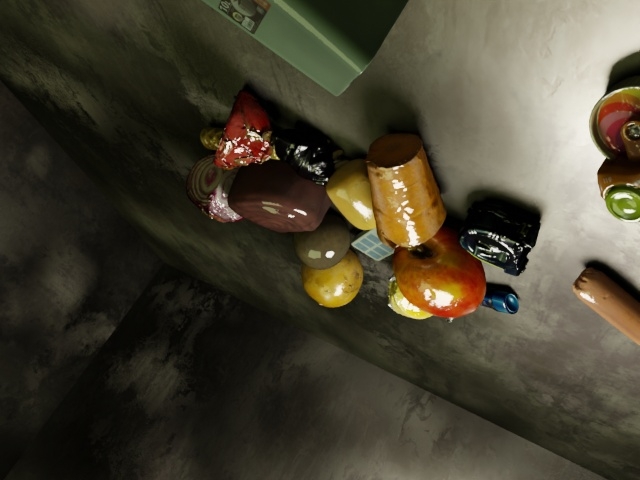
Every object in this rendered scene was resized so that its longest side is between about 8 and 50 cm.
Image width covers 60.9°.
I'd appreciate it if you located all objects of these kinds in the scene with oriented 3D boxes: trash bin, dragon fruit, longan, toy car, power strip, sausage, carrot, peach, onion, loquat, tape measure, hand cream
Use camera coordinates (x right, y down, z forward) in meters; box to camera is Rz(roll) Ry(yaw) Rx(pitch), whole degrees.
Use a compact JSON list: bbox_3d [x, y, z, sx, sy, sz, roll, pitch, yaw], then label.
[{"bbox_3d":[-0.039,-0.436,0.913,0.343,0.223,0.158,35,158,-13],"label":"trash bin"},{"bbox_3d":[-0.194,-0.285,1.486,0.148,0.219,0.224,19,160,-11],"label":"dragon fruit"},{"bbox_3d":[0.000,0.000,1.841,0.212,0.198,0.198,25,159,37],"label":"longan"},{"bbox_3d":[0.540,-0.162,0.871,0.235,0.145,0.235,35,149,25],"label":"toy car"},{"bbox_3d":[0.196,-0.002,1.765,0.118,0.046,0.270,35,158,-7],"label":"power strip"},{"bbox_3d":[0.744,0.171,1.350,0.289,0.086,0.086,36,158,-13],"label":"sausage"},{"bbox_3d":[0.189,-0.129,1.330,0.196,0.196,0.254,14,147,38],"label":"carrot"},{"bbox_3d":[0.331,0.090,1.523,0.281,0.238,0.281,27,165,8],"label":"peach"},{"bbox_3d":[-0.342,-0.181,1.898,0.207,0.216,0.206,27,177,40],"label":"onion"},{"bbox_3d":[0.044,0.126,1.996,0.235,0.235,0.235,27,158,12],"label":"loquat"},{"bbox_3d":[0.438,-0.003,1.357,0.186,0.112,0.199,25,156,22],"label":"tape measure"},{"bbox_3d":[0.500,0.173,1.739,0.120,0.061,0.270,41,165,-31],"label":"hand cream"}]

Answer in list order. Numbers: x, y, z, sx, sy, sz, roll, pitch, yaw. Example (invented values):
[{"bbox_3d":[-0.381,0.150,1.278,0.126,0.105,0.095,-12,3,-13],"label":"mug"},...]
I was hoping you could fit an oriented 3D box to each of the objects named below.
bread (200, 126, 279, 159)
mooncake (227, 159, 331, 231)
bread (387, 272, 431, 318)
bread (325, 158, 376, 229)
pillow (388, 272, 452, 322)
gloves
[{"bbox_3d":[-0.236,-0.299,1.660,0.367,0.084,0.077,16,114,37],"label":"bread"},{"bbox_3d":[-0.137,-0.126,1.735,0.325,0.174,0.334,12,162,20],"label":"mooncake"},{"bbox_3d":[0.308,0.159,1.785,0.197,0.197,0.170,36,165,-11],"label":"bread"},{"bbox_3d":[0.116,-0.116,1.487,0.217,0.147,0.098,43,-167,-35],"label":"bread"},{"bbox_3d":[0.346,0.124,1.673,0.255,0.169,0.059,34,164,2],"label":"pillow"},{"bbox_3d":[-0.015,-0.223,1.497,0.203,0.124,0.164,36,178,9],"label":"gloves"}]
